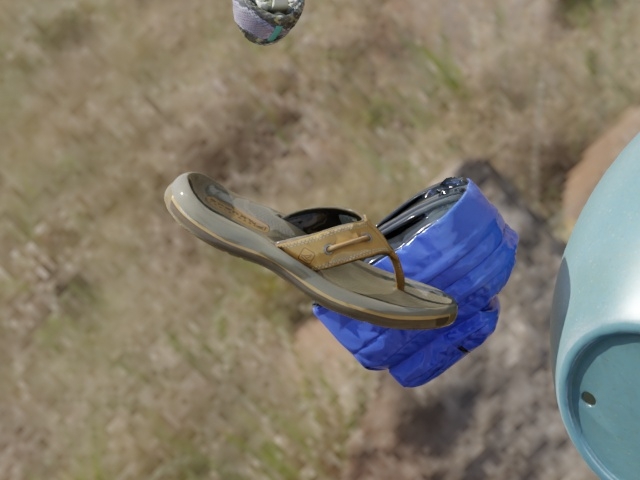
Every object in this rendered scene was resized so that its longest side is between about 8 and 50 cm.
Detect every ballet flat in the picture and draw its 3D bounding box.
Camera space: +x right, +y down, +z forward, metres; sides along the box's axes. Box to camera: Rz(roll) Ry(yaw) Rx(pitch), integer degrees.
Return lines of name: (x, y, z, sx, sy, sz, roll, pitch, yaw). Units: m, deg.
ballet flat: (-0.026, -0.152, 0.906, 0.041, 0.114, 0.041, -7, -4, 0)

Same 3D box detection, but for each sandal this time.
sandal: (0.000, 0.000, 1.070, 0.049, 0.180, 0.072, -61, 4, 16)

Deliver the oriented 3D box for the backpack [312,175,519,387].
backpack: (0.071, 0.023, 1.199, 0.120, 0.101, 0.098, -41, 11, 17)

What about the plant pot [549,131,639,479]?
plant pot: (0.256, 0.067, 1.187, 0.290, 0.290, 0.195, -15, 13, 47)
